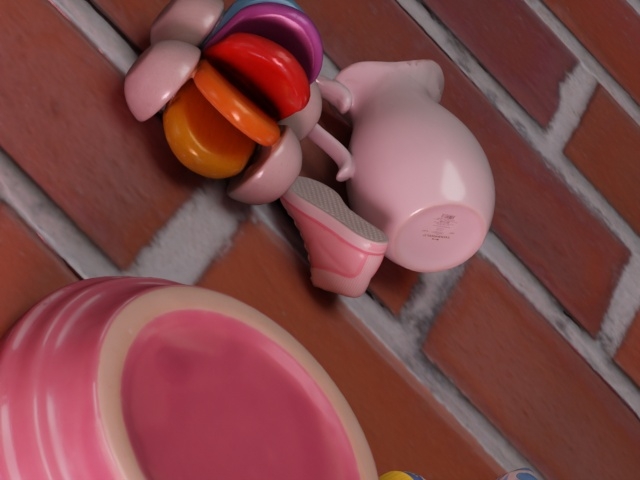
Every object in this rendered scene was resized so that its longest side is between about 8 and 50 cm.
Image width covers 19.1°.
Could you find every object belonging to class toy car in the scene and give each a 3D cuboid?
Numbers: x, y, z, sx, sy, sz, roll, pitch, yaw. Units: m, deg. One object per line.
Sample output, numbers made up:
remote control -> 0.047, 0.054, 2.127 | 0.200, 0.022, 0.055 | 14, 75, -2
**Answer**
toy car -> -0.059, -0.134, 1.548 | 0.159, 0.136, 0.182 | 39, 37, -16

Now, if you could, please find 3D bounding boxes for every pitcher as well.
pitcher -> 0.054, -0.074, 1.658 | 0.178, 0.125, 0.207 | 4, 42, -21

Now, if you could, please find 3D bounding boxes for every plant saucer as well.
plant saucer -> -0.075, 0.157, 1.303 | 0.332, 0.084, 0.332 | 29, 40, -28

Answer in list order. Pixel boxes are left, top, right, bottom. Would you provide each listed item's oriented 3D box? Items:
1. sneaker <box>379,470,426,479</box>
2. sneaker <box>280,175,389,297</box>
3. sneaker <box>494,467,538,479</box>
sneaker -> 0.087, 0.238, 1.437 | 0.144, 0.053, 0.059 | 68, 13, 5
sneaker -> 0.000, 0.000, 1.579 | 0.051, 0.070, 0.134 | -2, 30, -40
sneaker -> 0.219, 0.280, 1.524 | 0.237, 0.085, 0.086 | 50, 38, -3
